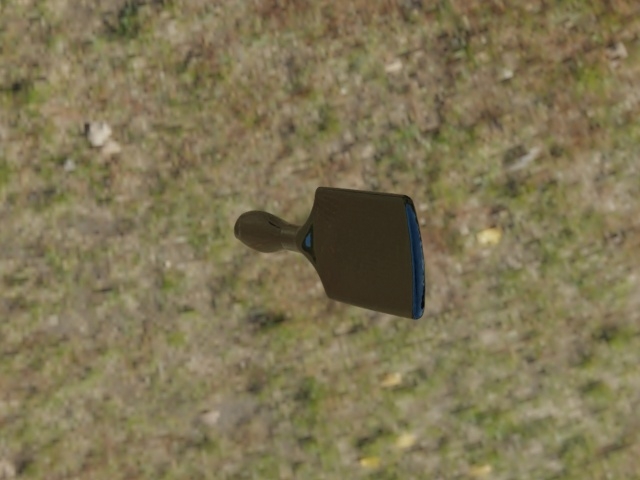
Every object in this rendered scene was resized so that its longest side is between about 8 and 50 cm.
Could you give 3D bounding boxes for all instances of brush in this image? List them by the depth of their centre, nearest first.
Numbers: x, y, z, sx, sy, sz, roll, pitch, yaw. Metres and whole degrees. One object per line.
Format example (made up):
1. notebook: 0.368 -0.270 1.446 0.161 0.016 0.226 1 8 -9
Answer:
1. brush: 0.000 0.000 0.772 0.016 0.193 0.063 -10 101 -31
